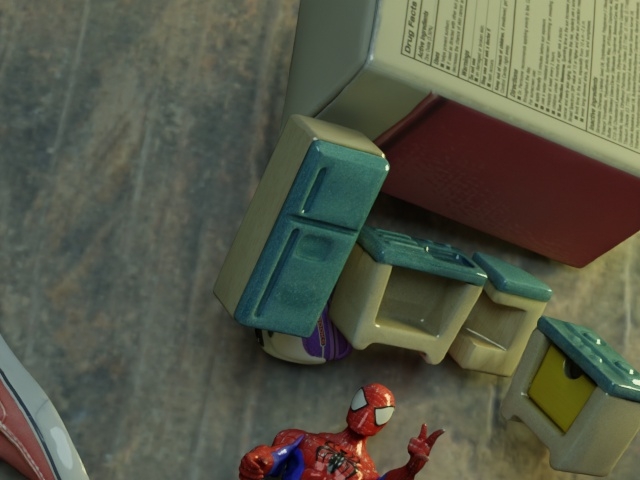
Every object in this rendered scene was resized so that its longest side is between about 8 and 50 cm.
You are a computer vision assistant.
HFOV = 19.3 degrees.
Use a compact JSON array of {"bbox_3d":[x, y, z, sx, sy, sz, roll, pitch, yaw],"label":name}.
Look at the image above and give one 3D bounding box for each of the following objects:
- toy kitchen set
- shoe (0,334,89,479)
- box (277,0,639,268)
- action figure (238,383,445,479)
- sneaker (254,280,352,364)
[{"bbox_3d":[0.076,0.034,1.082,0.207,0.122,0.166,13,20,-32],"label":"toy kitchen set"},{"bbox_3d":[-0.209,0.102,1.108,0.081,0.063,0.178,-29,65,-20],"label":"shoe"},{"bbox_3d":[0.108,-0.101,1.187,0.232,0.127,0.148,21,58,-20],"label":"box"},{"bbox_3d":[-0.024,0.178,1.057,0.091,0.139,0.280,30,60,6],"label":"action figure"},{"bbox_3d":[0.000,0.000,1.202,0.071,0.068,0.170,13,69,-19],"label":"sneaker"}]
